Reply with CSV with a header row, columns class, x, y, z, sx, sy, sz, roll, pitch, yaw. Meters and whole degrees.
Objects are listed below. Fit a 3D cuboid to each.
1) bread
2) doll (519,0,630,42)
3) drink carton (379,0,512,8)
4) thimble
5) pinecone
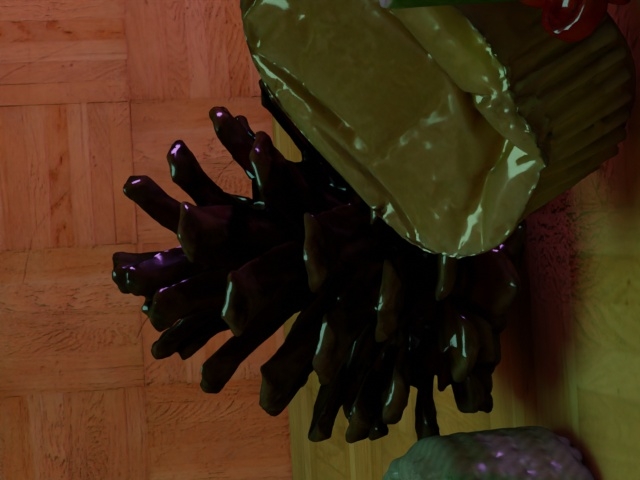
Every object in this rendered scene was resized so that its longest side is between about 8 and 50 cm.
class,x,y,z,sx,sy,sz,roll,pitch,yaw
bread,0.089,-0.139,1.115,0.288,0.156,0.204,43,137,17
doll,0.140,-0.274,0.987,0.182,0.160,0.363,-41,44,42
drink carton,0.160,-0.178,0.652,0.161,0.271,0.108,129,136,-75
thimble,0.136,0.257,1.247,0.219,0.150,0.219,176,90,-79
pinecone,0.000,0.000,1.331,0.384,0.385,0.384,177,90,-79
